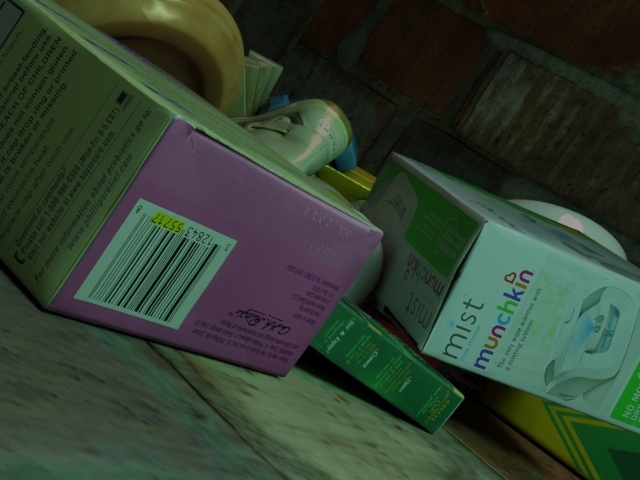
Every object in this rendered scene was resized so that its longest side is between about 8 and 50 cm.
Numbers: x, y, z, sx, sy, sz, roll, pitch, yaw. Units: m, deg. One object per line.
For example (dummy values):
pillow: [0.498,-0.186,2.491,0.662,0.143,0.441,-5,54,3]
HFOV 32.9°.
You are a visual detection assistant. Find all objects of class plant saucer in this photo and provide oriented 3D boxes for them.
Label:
plant saucer: [-0.154,-0.120,0.833,0.200,0.200,0.037,29,35,-45]

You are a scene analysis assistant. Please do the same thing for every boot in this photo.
boot: [-0.091,-0.046,0.955,0.077,0.213,0.165,61,37,-20]

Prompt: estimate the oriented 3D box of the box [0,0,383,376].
box: [-0.122,-0.046,0.662,0.243,0.117,0.213,39,7,34]

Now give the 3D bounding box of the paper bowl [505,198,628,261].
paper bowl: [0.264,0.055,1.335,0.284,0.148,0.284,21,-21,9]

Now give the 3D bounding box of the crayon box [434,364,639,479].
crayon box: [0.291,0.199,1.164,0.323,0.083,0.203,35,5,16]

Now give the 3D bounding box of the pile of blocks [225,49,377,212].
pile of blocks: [-0.065,-0.098,1.137,0.362,0.149,0.112,24,28,-9]

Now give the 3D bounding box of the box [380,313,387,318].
box: [0.000,0.000,1.290,0.244,0.060,0.100,37,6,27]

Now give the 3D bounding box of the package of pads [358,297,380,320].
package of pads: [0.037,0.059,1.146,0.050,0.032,0.083,31,6,-7]

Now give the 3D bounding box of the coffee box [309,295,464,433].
coffee box: [0.018,0.067,0.803,0.184,0.040,0.113,39,0,-39]

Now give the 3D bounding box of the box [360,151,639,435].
box: [0.169,0.041,0.977,0.231,0.126,0.262,22,10,-17]

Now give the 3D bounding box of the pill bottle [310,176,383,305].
pill bottle: [-0.013,-0.003,1.010,0.103,0.103,0.184,32,5,-19]
